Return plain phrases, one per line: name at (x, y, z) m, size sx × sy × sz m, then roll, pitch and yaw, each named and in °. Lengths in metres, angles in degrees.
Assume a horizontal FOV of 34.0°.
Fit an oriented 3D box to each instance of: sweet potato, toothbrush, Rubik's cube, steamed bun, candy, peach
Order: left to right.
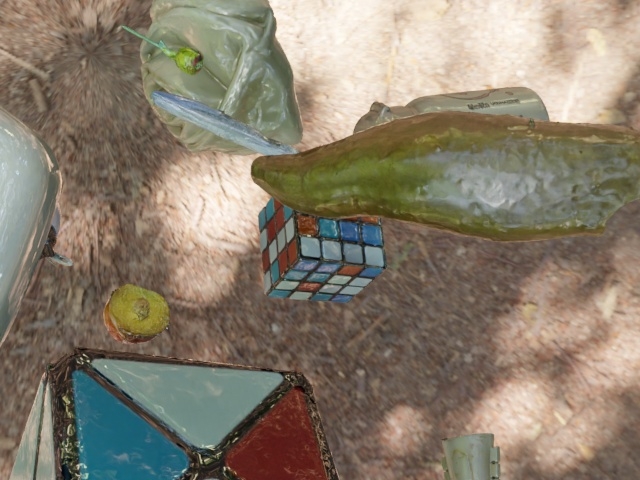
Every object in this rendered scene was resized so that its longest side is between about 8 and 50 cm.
peach at (-0.263, 0.113, 1.484) m, size 0.098 × 0.098 × 0.061 m, roll 26°, pitch 136°, yaw -15°
candy at (-0.208, -0.257, 1.384) m, size 0.123 × 0.035 × 0.035 m, roll 29°, pitch 88°, yaw 9°
Rubik's cube at (-0.134, 0.269, 0.912) m, size 0.248 × 0.250 × 0.246 m, roll 7°, pitch 130°, yaw -24°
steamed bun at (-0.203, -0.313, 1.936) m, size 0.255 × 0.342 × 0.367 m, roll -24°, pitch 119°, yaw -12°
toothbrush at (-0.053, -0.127, 1.518) m, size 0.413 × 0.042 × 0.035 m, roll 24°, pitch 129°, yaw -5°
Rubik's cube at (0.000, 0.000, 1.671) m, size 0.154 × 0.151 × 0.155 m, roll 7°, pitch 61°, yaw -23°
sweet potato at (0.070, -0.035, 0.609) m, size 0.244 × 0.077 × 0.077 m, roll 0°, pitch 101°, yaw 14°

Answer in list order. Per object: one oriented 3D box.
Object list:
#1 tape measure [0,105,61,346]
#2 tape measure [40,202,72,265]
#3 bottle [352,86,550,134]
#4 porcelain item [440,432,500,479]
tape measure at (-0.323, -0.007, 0.692) m, size 0.265 × 0.130 × 0.258 m, roll 33°, pitch 84°, yaw -4°
tape measure at (-0.505, -0.026, 1.687) m, size 0.178 × 0.105 × 0.196 m, roll -21°, pitch 59°, yaw -14°
bottle at (0.136, -0.104, 1.129) m, size 0.209 × 0.097 × 0.110 m, roll -9°, pitch 112°, yaw -22°
porcelain item at (0.197, 0.355, 1.328) m, size 0.054 × 0.084 × 0.213 m, roll 15°, pitch 63°, yaw -42°
